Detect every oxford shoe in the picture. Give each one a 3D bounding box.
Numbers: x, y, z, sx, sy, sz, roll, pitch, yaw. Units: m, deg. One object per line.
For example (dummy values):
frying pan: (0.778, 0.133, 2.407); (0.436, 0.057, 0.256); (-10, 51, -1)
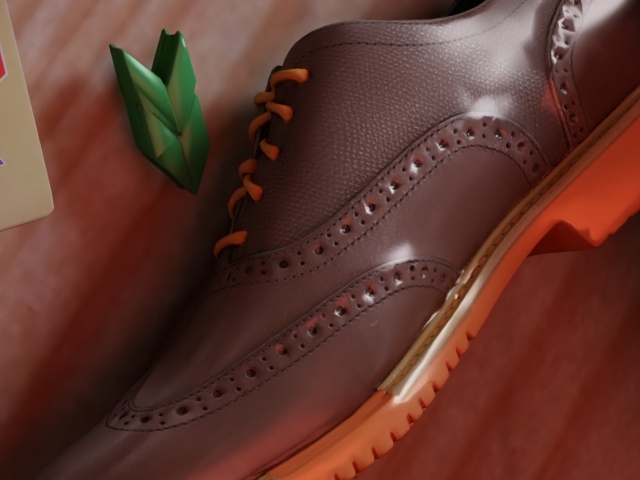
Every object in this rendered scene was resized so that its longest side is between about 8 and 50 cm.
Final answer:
oxford shoe: (0.000, 0.000, 0.584); (0.363, 0.130, 0.133); (-41, 98, -26)

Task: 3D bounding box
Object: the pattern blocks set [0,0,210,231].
pattern blocks set: (-0.190, -0.051, 0.504); (0.325, 0.026, 0.285); (-10, 103, -28)
